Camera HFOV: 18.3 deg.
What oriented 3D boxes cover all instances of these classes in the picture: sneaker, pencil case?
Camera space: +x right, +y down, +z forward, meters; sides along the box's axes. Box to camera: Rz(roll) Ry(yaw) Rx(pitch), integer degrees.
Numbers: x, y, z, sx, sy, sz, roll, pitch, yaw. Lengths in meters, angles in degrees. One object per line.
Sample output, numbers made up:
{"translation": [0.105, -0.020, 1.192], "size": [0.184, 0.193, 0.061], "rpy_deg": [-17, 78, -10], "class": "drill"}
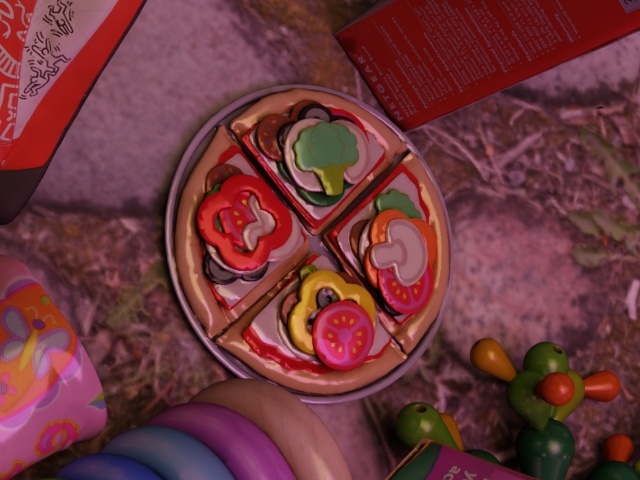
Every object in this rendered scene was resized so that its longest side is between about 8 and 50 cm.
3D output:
{"translation": [-0.173, -0.142, 1.056], "size": [0.145, 0.270, 0.090], "rpy_deg": [26, 26, -16], "class": "sneaker"}
{"translation": [-0.250, 0.118, 1.024], "size": [0.284, 0.124, 0.124], "rpy_deg": [-33, 96, -28], "class": "pencil case"}

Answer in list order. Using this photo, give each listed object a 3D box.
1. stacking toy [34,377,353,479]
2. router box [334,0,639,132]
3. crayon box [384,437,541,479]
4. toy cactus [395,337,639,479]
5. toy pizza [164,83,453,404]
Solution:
{"translation": [-0.135, 0.180, 1.016], "size": [0.330, 0.141, 0.141], "rpy_deg": [-19, 89, -44], "class": "stacking toy"}
{"translation": [0.211, -0.217, 1.227], "size": [0.335, 0.301, 0.082], "rpy_deg": [-39, 99, -28], "class": "router box"}
{"translation": [0.029, 0.344, 1.065], "size": [0.363, 0.106, 0.313], "rpy_deg": [-45, 127, -28], "class": "crayon box"}
{"translation": [0.149, 0.154, 1.246], "size": [0.219, 0.112, 0.180], "rpy_deg": [6, 87, -36], "class": "toy cactus"}
{"translation": [0.000, 0.000, 1.225], "size": [0.201, 0.032, 0.201], "rpy_deg": [6, 77, -27], "class": "toy pizza"}
